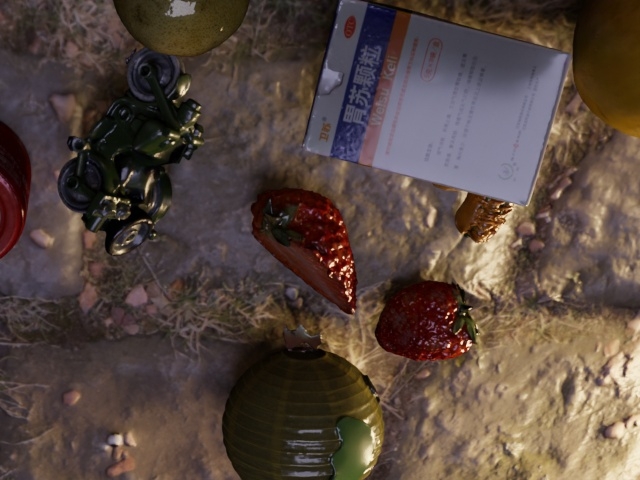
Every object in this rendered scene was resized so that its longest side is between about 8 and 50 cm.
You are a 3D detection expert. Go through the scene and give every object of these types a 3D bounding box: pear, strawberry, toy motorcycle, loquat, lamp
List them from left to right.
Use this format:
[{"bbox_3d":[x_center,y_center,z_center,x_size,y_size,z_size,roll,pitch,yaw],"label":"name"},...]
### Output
[{"bbox_3d":[-0.225,-0.108,1.579,0.275,0.127,0.205,-54,161,11],"label":"toy motorcycle"},{"bbox_3d":[-0.166,-0.299,1.472,0.167,0.167,0.137,-2,137,-8],"label":"pear"},{"bbox_3d":[-0.029,0.255,1.835,0.250,0.250,0.284,-4,106,-7],"label":"lamp"},{"bbox_3d":[-0.005,-0.003,1.723,0.107,0.175,0.236,-53,159,-9],"label":"strawberry"},{"bbox_3d":[0.158,0.126,1.836,0.148,0.131,0.131,-22,125,-4],"label":"strawberry"},{"bbox_3d":[0.457,-0.250,1.541,0.274,0.275,0.275,-4,125,-6],"label":"loquat"}]

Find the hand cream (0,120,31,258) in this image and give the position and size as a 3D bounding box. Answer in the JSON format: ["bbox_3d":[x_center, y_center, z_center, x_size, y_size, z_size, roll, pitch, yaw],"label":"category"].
[{"bbox_3d":[-0.477,-0.065,1.599,0.193,0.125,0.193,-3,122,-5],"label":"hand cream"}]

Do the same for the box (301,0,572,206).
[{"bbox_3d":[0.145,-0.180,1.553,0.299,0.106,0.200,14,103,0],"label":"box"}]

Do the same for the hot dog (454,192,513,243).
[{"bbox_3d":[0.254,-0.068,1.758,0.072,0.055,0.188,16,119,-21],"label":"hot dog"}]

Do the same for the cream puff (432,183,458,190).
[{"bbox_3d":[0.184,-0.132,1.671,0.119,0.104,0.133,-43,101,14],"label":"cream puff"}]
